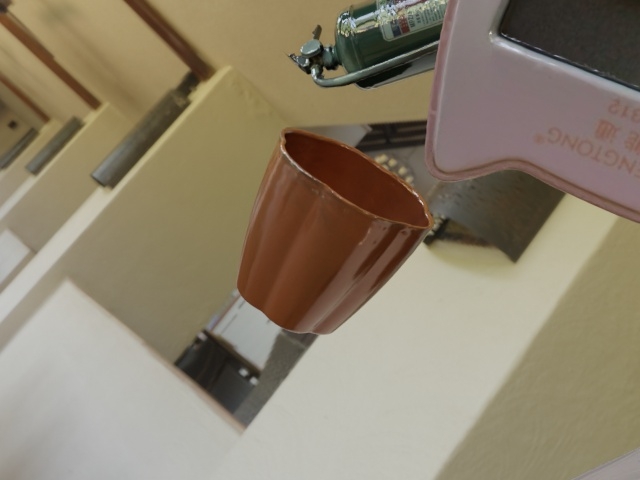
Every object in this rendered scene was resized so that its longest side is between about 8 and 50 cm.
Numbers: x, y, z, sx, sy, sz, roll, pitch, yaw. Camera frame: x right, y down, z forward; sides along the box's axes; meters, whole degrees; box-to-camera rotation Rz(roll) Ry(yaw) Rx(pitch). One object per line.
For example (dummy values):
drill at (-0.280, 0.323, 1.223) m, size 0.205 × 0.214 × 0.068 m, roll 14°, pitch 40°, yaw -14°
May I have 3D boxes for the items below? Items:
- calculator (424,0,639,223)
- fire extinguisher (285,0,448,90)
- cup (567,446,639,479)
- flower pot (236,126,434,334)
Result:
calculator at (0.182, -0.146, 0.318) m, size 0.220 × 0.329 × 0.048 m, roll 27°, pitch 21°, yaw 16°
fire extinguisher at (0.093, -0.211, 0.778) m, size 0.295 × 0.118 × 0.093 m, roll -14°, pitch -42°, yaw 18°
cup at (0.407, 0.364, 1.011) m, size 0.288 × 0.273 × 0.208 m, roll -114°, pitch 178°, yaw -61°
flower pot at (0.000, 0.000, 0.833) m, size 0.191 × 0.173 × 0.190 m, roll 26°, pitch 20°, yaw -10°
